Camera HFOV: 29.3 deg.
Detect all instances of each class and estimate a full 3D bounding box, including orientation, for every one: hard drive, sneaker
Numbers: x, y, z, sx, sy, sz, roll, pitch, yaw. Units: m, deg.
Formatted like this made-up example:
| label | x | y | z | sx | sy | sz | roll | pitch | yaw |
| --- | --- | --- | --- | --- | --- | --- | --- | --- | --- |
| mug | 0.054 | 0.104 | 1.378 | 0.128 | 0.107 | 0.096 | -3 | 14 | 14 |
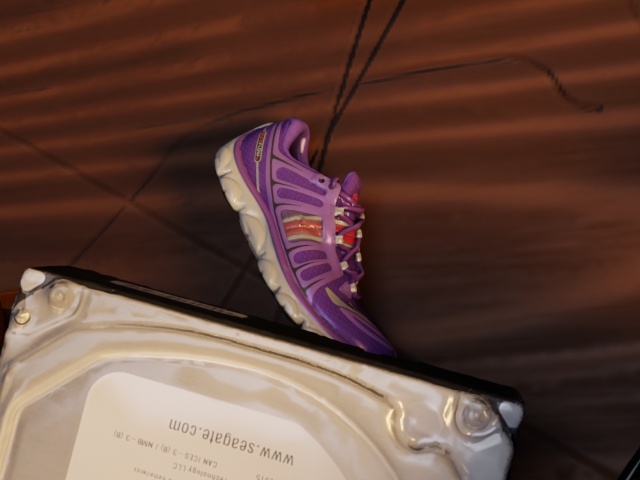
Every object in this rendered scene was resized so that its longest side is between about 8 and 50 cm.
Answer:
| label | x | y | z | sx | sy | sz | roll | pitch | yaw |
| --- | --- | --- | --- | --- | --- | --- | --- | --- | --- |
| hard drive | -0.062 | 0.202 | 0.558 | 0.237 | 0.064 | 0.339 | 16 | 92 | 8 |
| sneaker | 0.000 | 0.000 | 0.668 | 0.071 | 0.068 | 0.170 | -31 | 66 | 7 |

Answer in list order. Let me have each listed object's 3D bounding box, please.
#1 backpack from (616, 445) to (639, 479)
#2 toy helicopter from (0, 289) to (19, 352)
| label | x | y | z | sx | sy | sz | roll | pitch | yaw |
| --- | --- | --- | --- | --- | --- | --- | --- | --- | --- |
| backpack | 0.174 | 0.160 | 0.464 | 0.191 | 0.225 | 0.254 | 23 | 89 | 9 |
| toy helicopter | -0.127 | 0.175 | 0.642 | 0.355 | 0.140 | 0.235 | 25 | 84 | 18 |
